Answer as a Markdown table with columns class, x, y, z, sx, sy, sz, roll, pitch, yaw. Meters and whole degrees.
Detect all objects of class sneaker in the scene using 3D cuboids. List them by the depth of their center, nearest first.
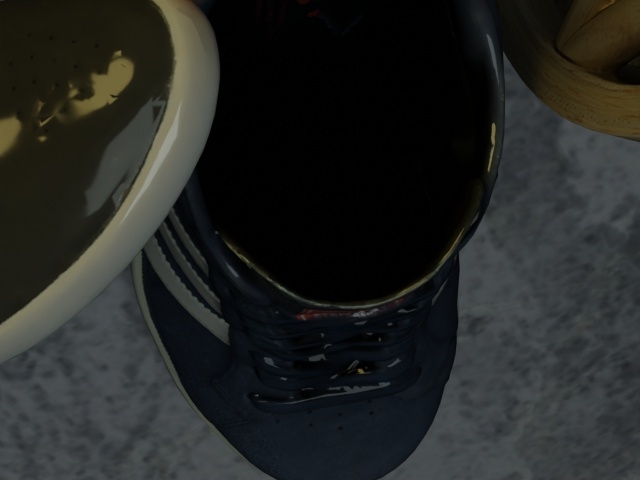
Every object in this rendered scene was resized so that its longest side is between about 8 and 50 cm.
| class | x | y | z | sx | sy | sz | roll | pitch | yaw |
| --- | --- | --- | --- | --- | --- | --- | --- | --- | --- |
| sneaker | -0.178 | -0.011 | 0.535 | 0.296 | 0.104 | 0.147 | -20 | 159 | 24 |
| sneaker | 0.000 | 0.000 | 0.638 | 0.131 | 0.148 | 0.350 | -15 | 135 | -6 |

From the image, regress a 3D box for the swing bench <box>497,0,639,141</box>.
| class | x | y | z | sx | sy | sz | roll | pitch | yaw |
| --- | --- | --- | --- | --- | --- | --- | --- | --- | --- |
| swing bench | 0.229 | -0.100 | 0.593 | 0.253 | 0.165 | 0.254 | 10 | 137 | -28 |
